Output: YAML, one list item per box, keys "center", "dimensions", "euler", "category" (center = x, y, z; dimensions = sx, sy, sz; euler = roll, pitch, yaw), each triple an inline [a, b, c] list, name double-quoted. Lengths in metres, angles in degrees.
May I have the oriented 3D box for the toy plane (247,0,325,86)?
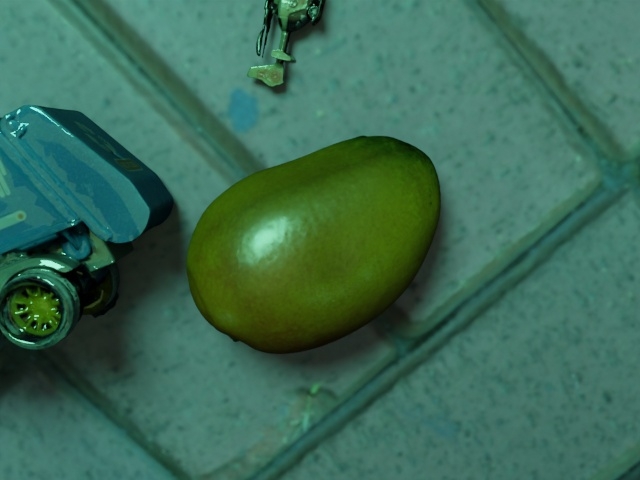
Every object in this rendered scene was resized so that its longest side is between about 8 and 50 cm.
- center: [-0.024, -0.184, 0.614]
  dimensions: [0.049, 0.031, 0.120]
  euler: [13, 101, 0]
  category: "toy plane"

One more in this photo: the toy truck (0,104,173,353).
- center: [-0.300, 0.024, 0.596]
  dimensions: [0.368, 0.146, 0.175]
  euler: [-23, 96, 0]
  category: "toy truck"

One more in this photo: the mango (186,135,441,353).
- center: [0.000, 0.006, 0.616]
  dimensions: [0.221, 0.120, 0.151]
  euler: [-21, 103, -5]
  category: "mango"
